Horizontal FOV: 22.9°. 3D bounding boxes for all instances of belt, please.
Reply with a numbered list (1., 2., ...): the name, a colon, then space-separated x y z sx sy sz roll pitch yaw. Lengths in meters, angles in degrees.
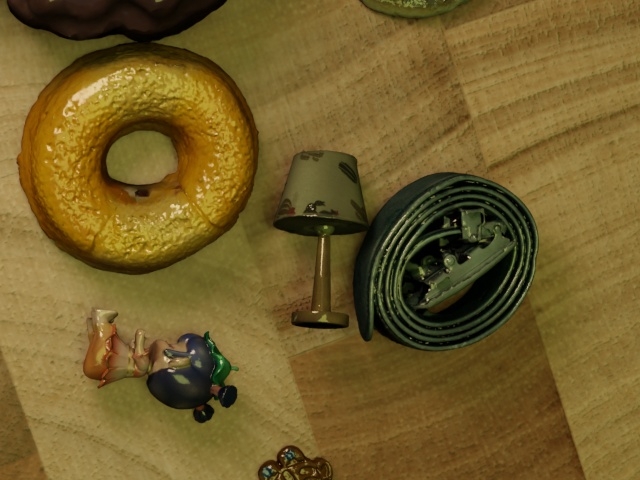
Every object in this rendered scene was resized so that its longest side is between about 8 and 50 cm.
1. belt: 0.153 0.036 2.004 0.267 0.116 0.206 -46 106 -10

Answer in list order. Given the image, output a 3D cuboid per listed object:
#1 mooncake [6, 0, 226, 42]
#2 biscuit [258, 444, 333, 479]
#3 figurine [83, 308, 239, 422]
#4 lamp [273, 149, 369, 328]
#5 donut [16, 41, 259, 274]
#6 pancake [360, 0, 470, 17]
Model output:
1. mooncake: -0.255 -0.408 1.848 0.350 0.212 0.381 -43 99 -2
2. biscuit: -0.011 0.348 2.026 0.124 0.026 0.175 -38 101 -10
3. figurine: -0.199 0.156 1.943 0.195 0.111 0.102 12 73 -10
4. lamp: 0.000 0.000 1.962 0.121 0.121 0.214 6 81 -14
5. donut: -0.213 -0.100 1.915 0.303 0.110 0.303 -1 94 -13
6. pancake: 0.118 -0.405 2.015 0.253 0.037 0.253 -1 93 -14
